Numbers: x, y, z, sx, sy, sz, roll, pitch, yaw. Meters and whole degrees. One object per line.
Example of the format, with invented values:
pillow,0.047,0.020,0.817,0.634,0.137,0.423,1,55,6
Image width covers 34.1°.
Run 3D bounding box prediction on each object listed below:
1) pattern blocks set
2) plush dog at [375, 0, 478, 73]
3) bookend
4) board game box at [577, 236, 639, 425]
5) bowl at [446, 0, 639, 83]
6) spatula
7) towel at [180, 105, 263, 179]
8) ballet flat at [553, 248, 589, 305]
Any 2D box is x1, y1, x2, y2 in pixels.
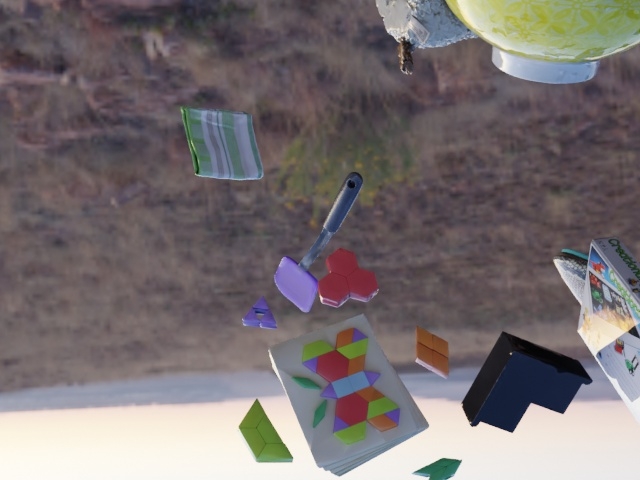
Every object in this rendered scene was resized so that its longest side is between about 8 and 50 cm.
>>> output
pattern blocks set,0.032,0.183,1.293,0.285,0.325,0.026,-33,159,-20
plush dog,0.227,-0.398,1.775,0.226,0.210,0.262,-10,-173,-22
bookend,0.348,0.258,1.774,0.157,0.156,0.072,21,-162,-14
board game box,0.496,0.155,1.642,0.053,0.192,0.305,-6,-146,-9
bowl,0.249,-0.258,1.102,0.290,0.156,0.289,2,-152,-1
spatula,0.000,0.000,1.711,0.030,0.084,0.296,-33,157,-53
towel,-0.146,-0.149,1.591,0.023,0.113,0.152,-20,170,32
ballet flat,0.672,0.161,2.021,0.483,0.181,0.164,16,177,4
